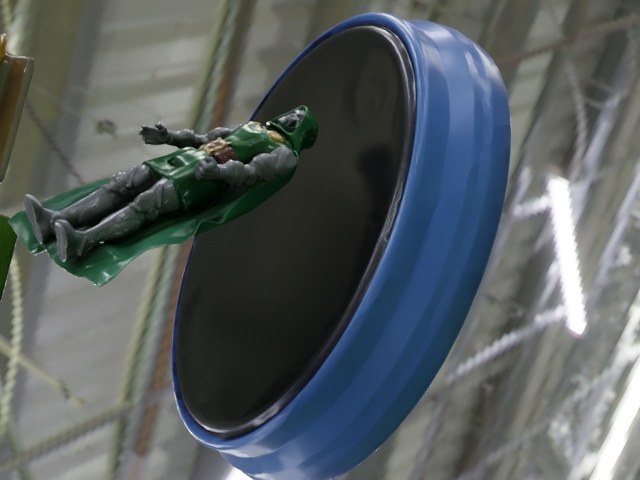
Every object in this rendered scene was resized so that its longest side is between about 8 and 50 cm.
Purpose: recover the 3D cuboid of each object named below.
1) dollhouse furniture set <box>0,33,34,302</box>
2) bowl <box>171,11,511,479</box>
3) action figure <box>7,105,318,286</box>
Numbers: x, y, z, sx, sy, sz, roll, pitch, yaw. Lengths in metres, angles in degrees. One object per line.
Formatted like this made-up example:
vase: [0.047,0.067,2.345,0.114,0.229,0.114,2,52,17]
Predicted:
dollhouse furniture set: [-0.357,-0.081,1.357,0.151,0.197,0.302,-25,51,60]
bowl: [0.000,0.000,1.251,0.077,0.391,0.391,23,-83,-25]
action figure: [-0.097,-0.046,1.150,0.232,0.137,0.063,-25,-52,-29]
